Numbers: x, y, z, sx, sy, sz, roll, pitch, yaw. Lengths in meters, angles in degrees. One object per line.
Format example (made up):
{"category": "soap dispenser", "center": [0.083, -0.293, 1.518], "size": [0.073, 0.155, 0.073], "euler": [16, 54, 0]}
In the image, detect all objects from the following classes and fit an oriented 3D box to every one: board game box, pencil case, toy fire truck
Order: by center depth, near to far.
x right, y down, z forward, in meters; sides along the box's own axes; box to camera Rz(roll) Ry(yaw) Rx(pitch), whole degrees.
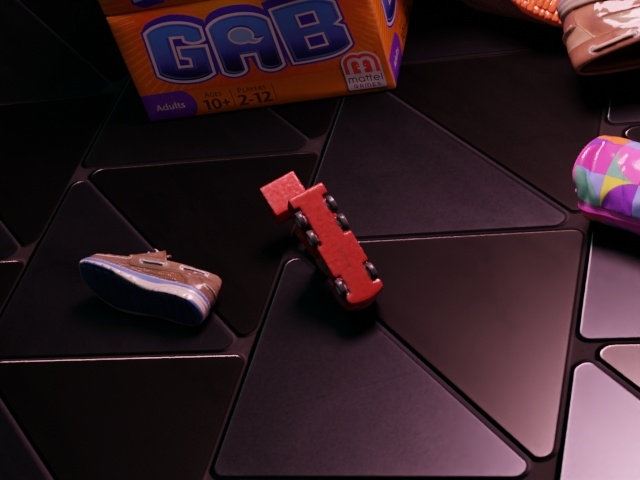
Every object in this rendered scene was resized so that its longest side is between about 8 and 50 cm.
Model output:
{"category": "pencil case", "center": [0.375, -0.039, 1.483], "size": [0.236, 0.104, 0.104], "euler": [22, 54, 42]}
{"category": "toy fire truck", "center": [0.000, 0.000, 1.599], "size": [0.047, 0.135, 0.192], "euler": [-29, 78, -11]}
{"category": "board game box", "center": [-0.086, -0.425, 1.938], "size": [0.356, 0.356, 0.356], "euler": [-6, 40, 17]}

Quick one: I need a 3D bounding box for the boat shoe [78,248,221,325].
{"category": "boat shoe", "center": [-0.195, 0.048, 1.663], "size": [0.183, 0.066, 0.066], "euler": [18, 46, 25]}

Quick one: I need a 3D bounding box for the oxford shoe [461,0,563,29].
{"category": "oxford shoe", "center": [0.265, -0.350, 1.883], "size": [0.364, 0.133, 0.130], "euler": [31, 81, 22]}

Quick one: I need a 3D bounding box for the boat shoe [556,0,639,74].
{"category": "boat shoe", "center": [0.444, -0.251, 1.678], "size": [0.325, 0.123, 0.116], "euler": [-6, 72, 19]}
